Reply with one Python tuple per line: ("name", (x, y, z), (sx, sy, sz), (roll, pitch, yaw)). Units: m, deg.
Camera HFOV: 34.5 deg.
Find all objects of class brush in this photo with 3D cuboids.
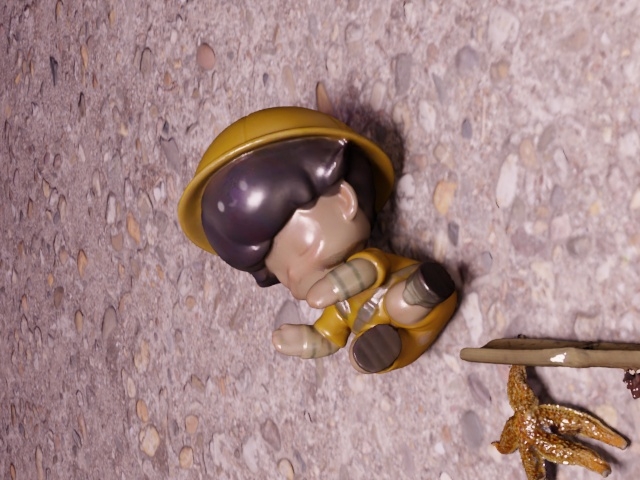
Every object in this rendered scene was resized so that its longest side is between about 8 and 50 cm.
("brush", (0.192, 0.085, 0.686), (0.248, 0.043, 0.036), (-5, 84, 51))

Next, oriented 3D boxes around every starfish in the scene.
("starfish", (0.155, 0.132, 0.762), (0.133, 0.041, 0.130), (-44, 55, 48))

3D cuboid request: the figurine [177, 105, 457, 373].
("figurine", (0.003, -0.002, 0.882), (0.257, 0.167, 0.192), (48, 129, 14))
